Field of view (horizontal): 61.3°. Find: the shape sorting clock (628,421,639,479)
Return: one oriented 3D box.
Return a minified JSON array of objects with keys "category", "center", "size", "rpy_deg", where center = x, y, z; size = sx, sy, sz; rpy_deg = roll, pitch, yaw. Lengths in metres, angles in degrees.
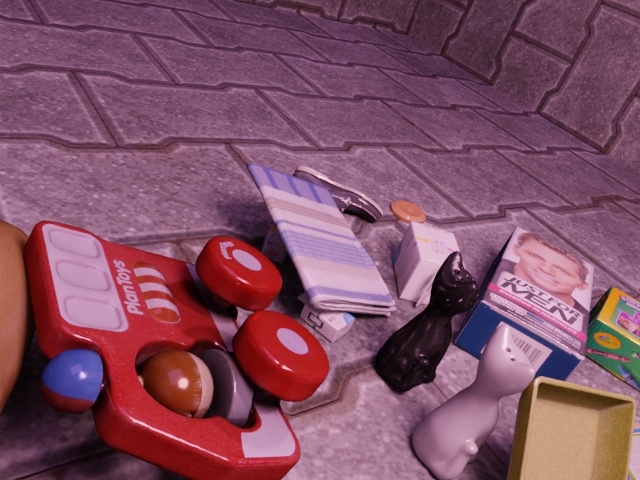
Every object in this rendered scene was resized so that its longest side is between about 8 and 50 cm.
[{"category":"shape sorting clock","center":[0.428,0.327,0.735],"size":[0.207,0.040,0.206],"rpy_deg":[9,35,-7]}]

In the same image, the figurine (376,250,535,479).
[{"category":"figurine","center":[0.172,0.154,0.688],"size":[0.093,0.209,0.214],"rpy_deg":[5,36,-23]}]

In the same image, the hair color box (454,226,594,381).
[{"category":"hair color box","center":[0.381,0.109,0.979],"size":[0.174,0.105,0.347],"rpy_deg":[31,32,14]}]

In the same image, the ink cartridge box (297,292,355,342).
[{"category":"ink cartridge box","center":[0.004,0.112,0.824],"size":[0.083,0.028,0.048],"rpy_deg":[37,34,22]}]

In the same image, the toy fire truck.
[{"category":"toy fire truck","center":[-0.154,0.108,0.540],"size":[0.254,0.169,0.302],"rpy_deg":[19,25,-42]}]

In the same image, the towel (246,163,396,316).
[{"category":"towel","center":[0.000,0.000,0.886],"size":[0.209,0.034,0.284],"rpy_deg":[13,40,-49]}]

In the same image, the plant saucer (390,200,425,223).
[{"category":"plant saucer","center":[0.199,-0.066,1.222],"size":[0.084,0.013,0.083],"rpy_deg":[15,32,-9]}]

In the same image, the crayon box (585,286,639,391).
[{"category":"crayon box","center":[0.623,0.216,0.981],"size":[0.279,0.081,0.165],"rpy_deg":[36,34,22]}]

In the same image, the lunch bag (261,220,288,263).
[{"category":"lunch bag","center":[-0.064,-0.014,0.933],"size":[0.053,0.071,0.083],"rpy_deg":[21,31,-5]}]

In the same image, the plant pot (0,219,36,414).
[{"category":"plant pot","center":[-0.373,0.069,0.513],"size":[0.237,0.237,0.254],"rpy_deg":[16,18,-8]}]

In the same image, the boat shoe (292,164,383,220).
[{"category":"boat shoe","center":[0.029,-0.082,1.123],"size":[0.206,0.075,0.064],"rpy_deg":[27,75,0]}]

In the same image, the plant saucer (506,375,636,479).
[{"category":"plant saucer","center":[0.290,0.265,0.645],"size":[0.189,0.188,0.045],"rpy_deg":[17,-10,-26]}]

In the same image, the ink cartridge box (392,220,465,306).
[{"category":"ink cartridge box","center":[0.194,0.050,0.970],"size":[0.090,0.092,0.143],"rpy_deg":[16,34,-10]}]
